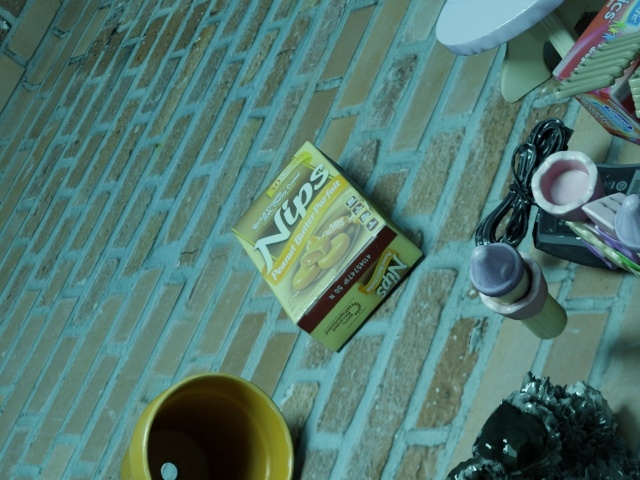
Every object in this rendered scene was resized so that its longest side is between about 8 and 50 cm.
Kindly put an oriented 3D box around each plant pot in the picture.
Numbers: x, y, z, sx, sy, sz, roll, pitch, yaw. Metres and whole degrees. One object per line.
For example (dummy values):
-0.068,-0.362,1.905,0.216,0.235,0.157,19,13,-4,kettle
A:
-0.167,0.289,1.610,0.188,0.205,0.205,-31,35,56,plant pot

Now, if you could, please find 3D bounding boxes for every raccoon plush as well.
0.278,0.247,1.040,0.446,0.299,0.216,-30,-35,-52,raccoon plush

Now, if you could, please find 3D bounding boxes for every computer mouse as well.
0.319,-0.033,1.395,0.272,0.072,0.188,16,71,47,computer mouse

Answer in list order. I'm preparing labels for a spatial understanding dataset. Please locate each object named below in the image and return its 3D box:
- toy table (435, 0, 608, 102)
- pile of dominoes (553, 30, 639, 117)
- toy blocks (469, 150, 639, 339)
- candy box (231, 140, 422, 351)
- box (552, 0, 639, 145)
0.304,-0.301,1.619,0.274,0.161,0.252,-27,40,35,toy table
0.357,-0.178,1.254,0.196,0.040,0.251,-8,17,29,pile of dominoes
0.316,-0.006,1.141,0.309,0.260,0.288,-50,51,0,toy blocks
0.000,0.000,1.771,0.183,0.087,0.316,-48,32,6,candy box
0.413,-0.244,1.450,0.257,0.128,0.123,-52,32,-1,box
